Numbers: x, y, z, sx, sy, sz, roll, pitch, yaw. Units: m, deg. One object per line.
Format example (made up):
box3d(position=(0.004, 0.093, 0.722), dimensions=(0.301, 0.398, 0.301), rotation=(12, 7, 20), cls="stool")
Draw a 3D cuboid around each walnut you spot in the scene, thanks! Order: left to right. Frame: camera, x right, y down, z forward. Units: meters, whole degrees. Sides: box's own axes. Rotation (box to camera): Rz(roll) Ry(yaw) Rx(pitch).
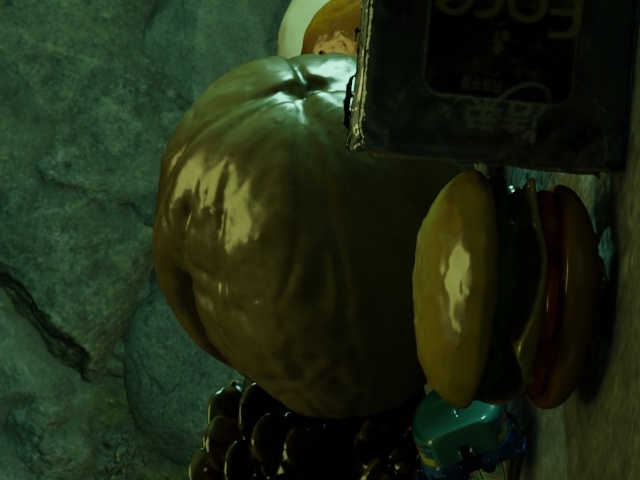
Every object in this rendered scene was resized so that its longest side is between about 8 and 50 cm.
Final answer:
box3d(position=(0.002, -0.001, 1.588), dimensions=(0.277, 0.252, 0.313), rotation=(30, 143, 39), cls="walnut")

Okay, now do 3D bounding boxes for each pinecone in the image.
box3d(position=(0.019, 0.214, 1.773), dimensions=(0.257, 0.243, 0.244), rotation=(16, 105, 44), cls="pinecone")

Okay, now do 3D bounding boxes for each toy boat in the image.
box3d(position=(0.116, 0.165, 1.496), dimensions=(0.175, 0.091, 0.110), rotation=(-88, -24, -78), cls="toy boat")

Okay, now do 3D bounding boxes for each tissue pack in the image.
box3d(position=(0.111, -0.163, 1.229), dimensions=(0.073, 0.173, 0.236), rotation=(-159, 75, -87), cls="tissue pack")

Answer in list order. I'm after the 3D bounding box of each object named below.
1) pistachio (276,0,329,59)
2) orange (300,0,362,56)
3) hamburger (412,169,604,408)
box3d(position=(0.056, -0.167, 2.015), dimensions=(0.193, 0.214, 0.318), rotation=(41, -156, -38), cls="pistachio")
box3d(position=(0.073, -0.147, 1.734), dimensions=(0.161, 0.193, 0.193), rotation=(-50, -22, -42), cls="orange")
box3d(position=(0.119, 0.033, 1.262), dimensions=(0.162, 0.115, 0.162), rotation=(-177, 90, -85), cls="hamburger")
